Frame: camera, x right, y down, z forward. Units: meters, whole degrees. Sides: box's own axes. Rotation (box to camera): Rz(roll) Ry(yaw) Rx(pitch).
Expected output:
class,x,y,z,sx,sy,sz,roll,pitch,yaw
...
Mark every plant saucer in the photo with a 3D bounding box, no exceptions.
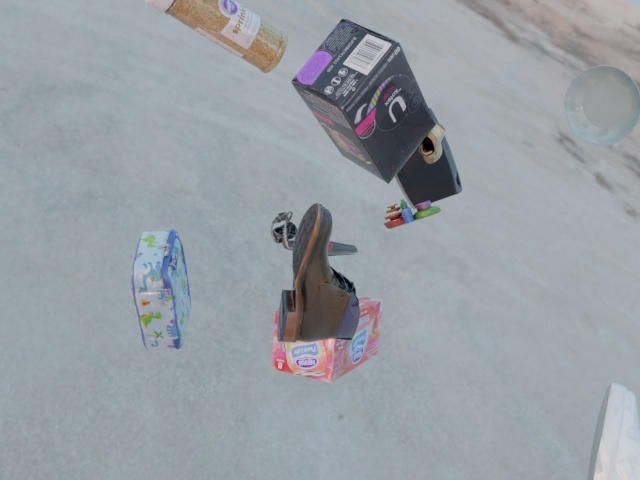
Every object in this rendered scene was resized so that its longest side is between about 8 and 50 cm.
class,x,y,z,sx,sy,sz,roll,pitch,yaw
plant saucer,0.698,-0.333,1.757,0.037,0.195,0.195,-19,52,-42

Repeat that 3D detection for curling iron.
class,x,y,z,sx,sy,sz,roll,pitch,yaw
curling iron,0.000,0.000,1.288,0.274,0.035,0.068,16,67,-56

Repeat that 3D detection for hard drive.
class,x,y,z,sx,sy,sz,roll,pitch,yaw
hard drive,0.273,-0.215,1.950,0.054,0.172,0.255,-72,139,-63

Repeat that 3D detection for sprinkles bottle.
class,x,y,z,sx,sy,sz,roll,pitch,yaw
sprinkles bottle,-0.254,-0.555,1.787,0.355,0.121,0.121,26,24,-30

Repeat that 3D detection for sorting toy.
class,x,y,z,sx,sy,sz,roll,pitch,yaw
sorting toy,0.150,-0.052,1.215,0.042,0.101,0.061,72,19,-1

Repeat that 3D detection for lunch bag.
class,x,y,z,sx,sy,sz,roll,pitch,yaw
lunch bag,-0.319,0.097,1.447,0.090,0.219,0.176,-3,32,-2

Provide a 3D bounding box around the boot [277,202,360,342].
class,x,y,z,sx,sy,sz,roll,pitch,yaw
boot,0.012,0.049,0.944,0.106,0.219,0.082,8,36,-11

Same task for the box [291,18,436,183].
class,x,y,z,sx,sy,sz,roll,pitch,yaw
box,0.091,-0.261,1.374,0.143,0.165,0.270,35,-6,34

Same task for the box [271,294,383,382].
class,x,y,z,sx,sy,sz,roll,pitch,yaw
box,0.022,0.214,1.663,0.154,0.142,0.300,8,8,23

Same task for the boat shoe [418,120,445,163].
class,x,y,z,sx,sy,sz,roll,pitch,yaw
boat shoe,0.234,-0.204,1.540,0.050,0.135,0.045,39,71,21

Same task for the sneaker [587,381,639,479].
class,x,y,z,sx,sy,sz,roll,pitch,yaw
sneaker,0.462,0.353,0.992,0.169,0.293,0.108,7,-24,18
